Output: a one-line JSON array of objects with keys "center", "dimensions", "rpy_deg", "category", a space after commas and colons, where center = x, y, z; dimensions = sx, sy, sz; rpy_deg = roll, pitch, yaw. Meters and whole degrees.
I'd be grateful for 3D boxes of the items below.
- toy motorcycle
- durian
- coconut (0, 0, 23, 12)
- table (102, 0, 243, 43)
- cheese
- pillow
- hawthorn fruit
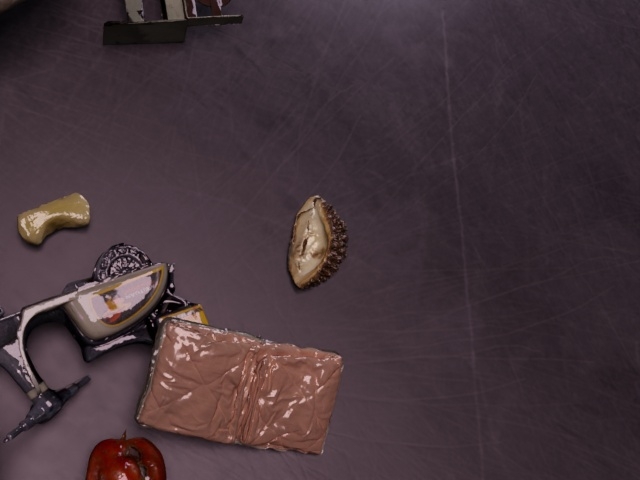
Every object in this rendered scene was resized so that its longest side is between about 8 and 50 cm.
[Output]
[{"center": [-0.261, 0.100, 0.938], "dimensions": [0.263, 0.091, 0.157], "rpy_deg": [-21, 85, -23], "category": "toy motorcycle"}, {"center": [0.001, 0.004, 1.078], "dimensions": [0.066, 0.052, 0.130], "rpy_deg": [0, 65, 24], "category": "durian"}, {"center": [-0.396, -0.365, 0.967], "dimensions": [0.237, 0.237, 0.266], "rpy_deg": [1, 69, -16], "category": "coconut"}, {"center": [-0.195, -0.331, 1.102], "dimensions": [0.175, 0.062, 0.146], "rpy_deg": [-6, 76, -17], "category": "table"}, {"center": [-0.304, -0.023, 0.994], "dimensions": [0.083, 0.030, 0.044], "rpy_deg": [-27, 76, -27], "category": "cheese"}, {"center": [-0.082, 0.166, 0.957], "dimensions": [0.232, 0.043, 0.126], "rpy_deg": [16, 92, -28], "category": "pillow"}, {"center": [-0.206, 0.245, 0.914], "dimensions": [0.093, 0.093, 0.093], "rpy_deg": [5, 72, -15], "category": "hawthorn fruit"}]
